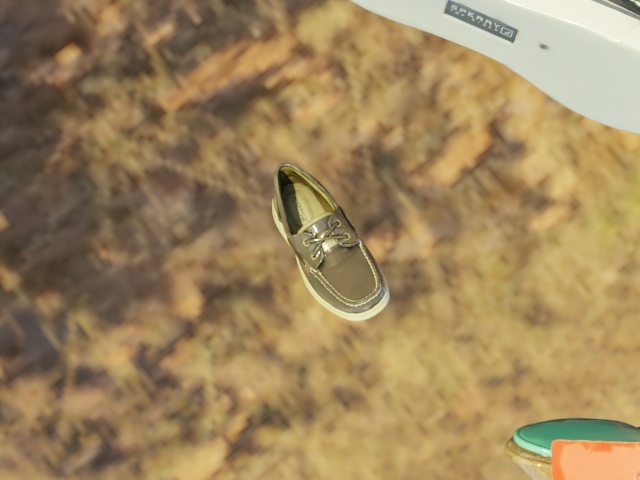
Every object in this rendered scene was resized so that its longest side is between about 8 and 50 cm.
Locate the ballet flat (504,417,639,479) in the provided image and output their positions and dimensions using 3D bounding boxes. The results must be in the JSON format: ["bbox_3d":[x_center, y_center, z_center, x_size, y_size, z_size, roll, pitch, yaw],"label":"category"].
[{"bbox_3d":[0.335,0.238,1.939,0.342,0.116,0.124,-6,115,-29],"label":"ballet flat"}]

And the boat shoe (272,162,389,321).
[{"bbox_3d":[0.000,0.000,1.444,0.056,0.152,0.049,-33,140,-8],"label":"boat shoe"}]

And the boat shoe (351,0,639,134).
[{"bbox_3d":[0.098,-0.114,0.799,0.065,0.183,0.083,115,0,-65],"label":"boat shoe"}]

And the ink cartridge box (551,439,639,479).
[{"bbox_3d":[0.225,0.244,1.167,0.189,0.232,0.066,-1,-174,20],"label":"ink cartridge box"}]
